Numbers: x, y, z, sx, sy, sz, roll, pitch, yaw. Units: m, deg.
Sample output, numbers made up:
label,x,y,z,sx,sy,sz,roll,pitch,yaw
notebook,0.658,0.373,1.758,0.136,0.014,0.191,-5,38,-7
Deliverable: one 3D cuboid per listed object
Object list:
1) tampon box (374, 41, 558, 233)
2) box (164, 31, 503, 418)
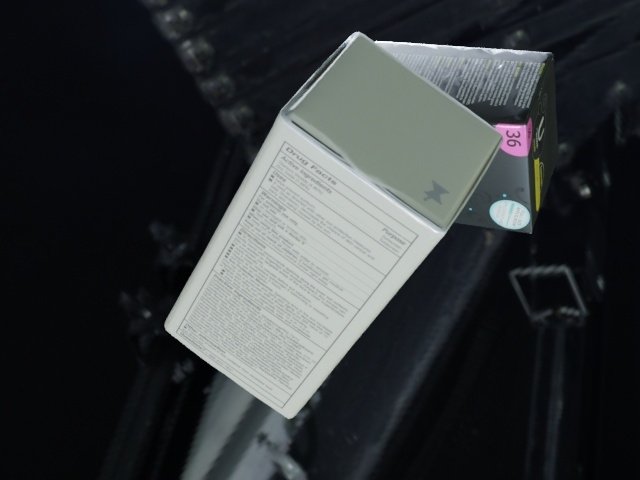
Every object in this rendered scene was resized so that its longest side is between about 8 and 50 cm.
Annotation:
label,x,y,z,sx,sy,sz,roll,pitch,yaw
tampon box,0.113,-0.090,1.060,0.161,0.120,0.101,8,-133,22
box,0.000,0.000,0.990,0.148,0.311,0.121,37,-130,0
